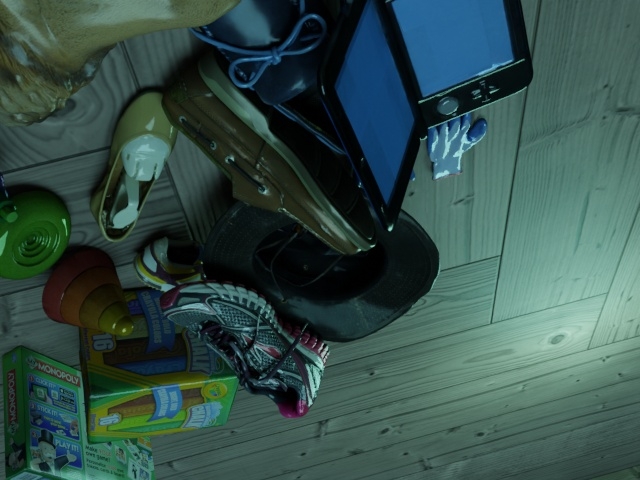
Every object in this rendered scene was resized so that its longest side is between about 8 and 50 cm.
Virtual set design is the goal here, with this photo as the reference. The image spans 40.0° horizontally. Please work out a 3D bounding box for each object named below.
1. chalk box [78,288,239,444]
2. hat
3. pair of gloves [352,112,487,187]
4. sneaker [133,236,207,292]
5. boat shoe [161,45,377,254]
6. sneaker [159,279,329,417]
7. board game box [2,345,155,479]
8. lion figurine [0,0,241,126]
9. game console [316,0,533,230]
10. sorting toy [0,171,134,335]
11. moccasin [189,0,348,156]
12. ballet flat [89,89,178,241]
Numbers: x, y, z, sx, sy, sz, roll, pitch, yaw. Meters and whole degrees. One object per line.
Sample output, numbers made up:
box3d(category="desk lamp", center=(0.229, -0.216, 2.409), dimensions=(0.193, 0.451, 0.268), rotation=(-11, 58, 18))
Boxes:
box3d(category="chalk box", center=(-0.229, 0.190, 1.391), dimensions=(0.289, 0.179, 0.180), rotation=(-5, 145, -17))
box3d(category="hat", center=(0.000, 0.000, 1.265), dimensions=(0.331, 0.134, 0.331), rotation=(-1, 134, -1))
box3d(category="pair of gloves", center=(0.140, -0.125, 1.246), dimensions=(0.198, 0.023, 0.159), rotation=(-14, 146, -3))
box3d(category="sneaker", center=(-0.181, 0.046, 1.306), dimensions=(0.185, 0.069, 0.084), rotation=(18, 138, -41))
box3d(category="boat shoe", center=(-0.058, -0.090, 1.060), dimensions=(0.104, 0.110, 0.307), rotation=(-36, 105, 23))
box3d(category="sneaker", center=(-0.102, 0.150, 1.254), dimensions=(0.299, 0.112, 0.121), rotation=(35, 143, -32))
box3d(category="board game box", center=(-0.398, 0.326, 1.479), dimensions=(0.046, 0.213, 0.317), rotation=(-29, 143, 16))
box3d(category="lion figurine", center=(-0.190, -0.237, 0.808), dimensions=(0.392, 0.142, 0.240), rotation=(-9, 130, 13))
box3d(category="game console", center=(0.135, -0.187, 1.013), dimensions=(0.250, 0.173, 0.293), rotation=(-21, 143, 7))
box3d(category="sorting toy", center=(-0.337, 0.031, 1.133), dimensions=(0.127, 0.126, 0.365), rotation=(-48, 148, -14))
box3d(category="moccasin", center=(-0.025, -0.208, 0.972), dimensions=(0.138, 0.117, 0.342), rotation=(-34, 140, 23))
box3d(category="ballet flat", center=(-0.228, -0.084, 1.101), dimensions=(0.080, 0.073, 0.232), rotation=(4, 140, -28))
